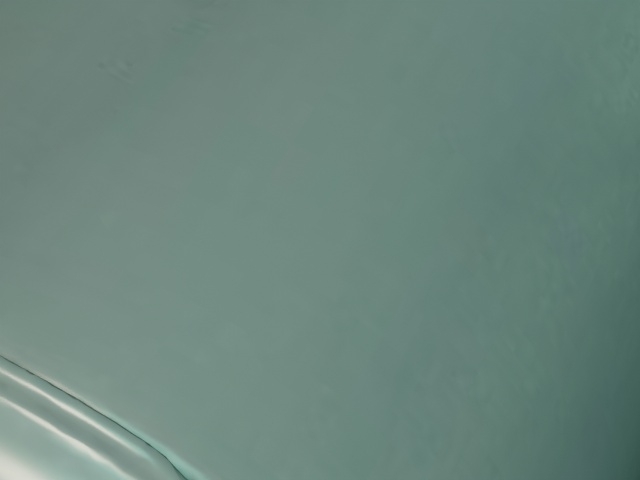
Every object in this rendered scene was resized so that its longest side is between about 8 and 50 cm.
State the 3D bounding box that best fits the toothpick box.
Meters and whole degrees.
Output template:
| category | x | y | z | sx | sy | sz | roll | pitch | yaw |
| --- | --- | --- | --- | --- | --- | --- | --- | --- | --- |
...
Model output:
| category | x | y | z | sx | sy | sz | roll | pitch | yaw |
| --- | --- | --- | --- | --- | --- | --- | --- | --- | --- |
| toothpick box | 0.000 | 0.000 | 0.515 | 0.263 | 0.263 | 0.354 | 41 | 51 | -11 |
